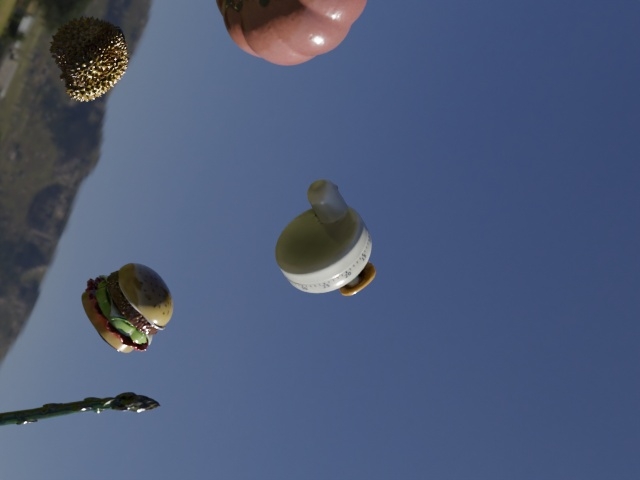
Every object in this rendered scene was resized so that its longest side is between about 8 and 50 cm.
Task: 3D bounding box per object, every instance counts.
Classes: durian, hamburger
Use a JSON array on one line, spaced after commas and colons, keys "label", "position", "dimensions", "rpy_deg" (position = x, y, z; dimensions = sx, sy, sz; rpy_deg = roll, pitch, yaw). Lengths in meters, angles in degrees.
[{"label": "durian", "position": [-0.464, -0.372, 2.078], "dimensions": [0.168, 0.158, 0.137], "rpy_deg": [-42, -145, -17]}, {"label": "hamburger", "position": [-0.354, 0.120, 1.965], "dimensions": [0.137, 0.175, 0.175], "rpy_deg": [-34, -153, 9]}]

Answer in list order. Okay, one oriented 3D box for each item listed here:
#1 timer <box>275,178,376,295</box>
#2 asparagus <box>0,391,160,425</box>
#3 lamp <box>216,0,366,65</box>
[{"label": "timer", "position": [0.000, 0.000, 2.448], "dimensions": [0.234, 0.240, 0.233], "rpy_deg": [-18, -140, 16]}, {"label": "asparagus", "position": [-0.262, 0.165, 0.988], "dimensions": [0.022, 0.233, 0.023], "rpy_deg": [49, -47, 48]}, {"label": "lamp", "position": [-0.038, -0.454, 1.828], "dimensions": [0.305, 0.240, 0.305], "rpy_deg": [-9, -104, 39]}]
